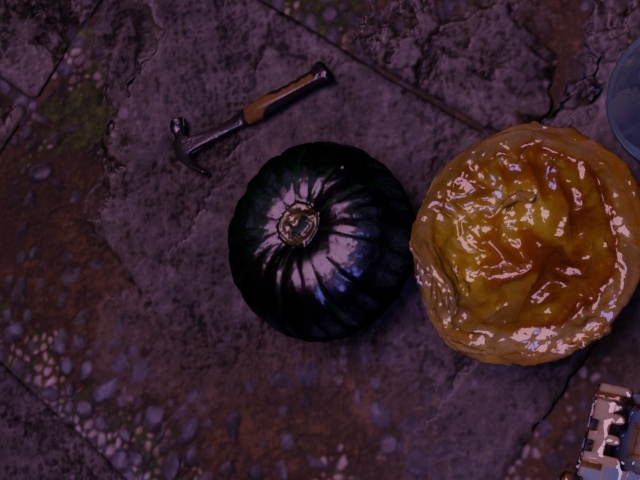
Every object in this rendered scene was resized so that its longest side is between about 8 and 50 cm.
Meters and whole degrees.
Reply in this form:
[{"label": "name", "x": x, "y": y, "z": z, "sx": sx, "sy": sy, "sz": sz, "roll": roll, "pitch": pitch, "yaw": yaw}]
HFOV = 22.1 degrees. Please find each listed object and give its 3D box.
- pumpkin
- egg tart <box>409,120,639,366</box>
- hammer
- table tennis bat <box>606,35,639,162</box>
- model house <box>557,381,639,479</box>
[{"label": "pumpkin", "x": 0.000, "y": 0.000, "z": 1.612, "sx": 0.202, "sy": 0.140, "sz": 0.202, "roll": -7, "pitch": 75, "yaw": 25}, {"label": "egg tart", "x": 0.196, "y": 0.008, "z": 1.523, "sx": 0.241, "sy": 0.106, "sz": 0.241, "roll": -9, "pitch": 69, "yaw": 24}, {"label": "hammer", "x": -0.073, "y": -0.133, "z": 1.760, "sx": 0.201, "sy": 0.021, "sz": 0.078, "roll": -26, "pitch": 65, "yaw": 21}, {"label": "table tennis bat", "x": 0.354, "y": -0.104, "z": 1.512, "sx": 0.149, "sy": 0.038, "sz": 0.237, "roll": -33, "pitch": 59, "yaw": 16}, {"label": "model house", "x": 0.307, "y": 0.261, "z": 1.351, "sx": 0.206, "sy": 0.178, "sz": 0.271, "roll": 12, "pitch": 78, "yaw": 29}]
